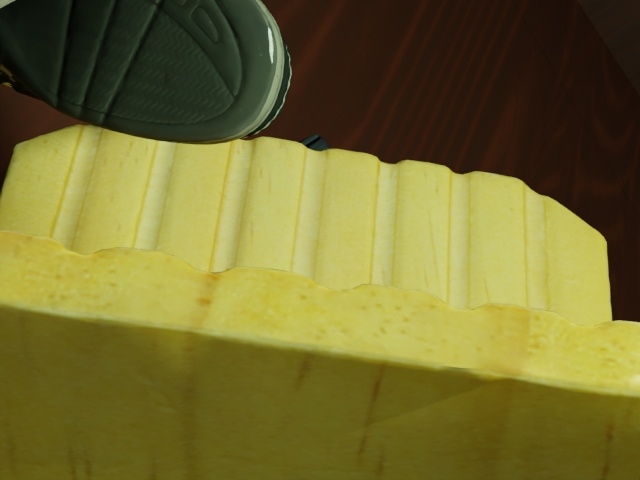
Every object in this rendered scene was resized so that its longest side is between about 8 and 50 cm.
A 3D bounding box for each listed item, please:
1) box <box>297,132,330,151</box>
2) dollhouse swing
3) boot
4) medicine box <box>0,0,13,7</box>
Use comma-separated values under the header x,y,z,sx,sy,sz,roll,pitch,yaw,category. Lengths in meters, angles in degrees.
x,y,z,sx,sy,sz,roll,pitch,yaw,category
0.012,0.058,1.187,0.232,0.059,0.183,59,23,-3,box
0.000,0.000,0.739,0.315,0.347,0.305,101,-3,-54,dollhouse swing
-0.083,-0.093,0.820,0.236,0.085,0.178,22,3,27,boot
-0.191,-0.194,0.606,0.289,0.149,0.263,-34,86,-29,medicine box
